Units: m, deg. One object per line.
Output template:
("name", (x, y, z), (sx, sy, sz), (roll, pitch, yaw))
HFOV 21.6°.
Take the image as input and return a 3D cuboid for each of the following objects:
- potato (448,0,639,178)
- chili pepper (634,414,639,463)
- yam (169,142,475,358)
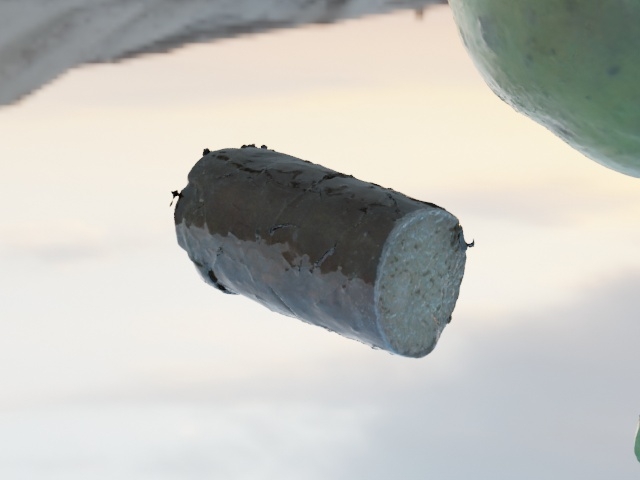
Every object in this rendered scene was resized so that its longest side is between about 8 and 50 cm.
("potato", (0.277, -0.167, 1.216), (0.330, 0.280, 0.213), (-22, -161, 3))
("chili pepper", (0.128, 0.002, 0.485), (0.050, 0.052, 0.202), (3, -151, 27))
("yam", (0.000, 0.002, 0.797), (0.079, 0.079, 0.141), (-8, -162, -44))
